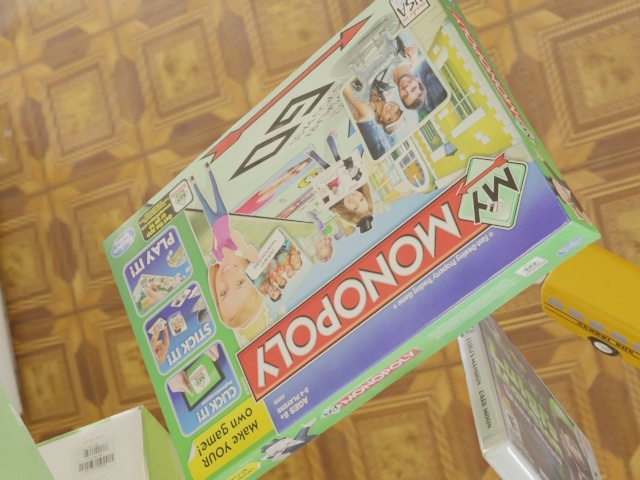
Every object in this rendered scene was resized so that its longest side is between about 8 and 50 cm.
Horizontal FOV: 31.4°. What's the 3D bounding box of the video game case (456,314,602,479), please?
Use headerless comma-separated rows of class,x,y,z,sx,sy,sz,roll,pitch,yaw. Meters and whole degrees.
video game case,0.156,0.144,0.791,0.022,0.173,0.190,-32,117,16

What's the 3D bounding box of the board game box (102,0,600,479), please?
board game box,0.000,0.000,0.758,0.317,0.046,0.214,-39,58,23

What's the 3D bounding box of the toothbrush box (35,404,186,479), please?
toothbrush box,-0.228,0.332,1.286,0.206,0.283,0.122,-21,48,7

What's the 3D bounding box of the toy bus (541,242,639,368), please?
toy bus,0.481,0.126,1.596,0.332,0.130,0.108,30,75,23

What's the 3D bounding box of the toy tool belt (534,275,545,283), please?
toy tool belt,0.321,0.038,1.826,0.083,0.051,0.052,14,79,42

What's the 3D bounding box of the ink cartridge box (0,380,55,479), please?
ink cartridge box,-0.243,0.208,0.718,0.235,0.056,0.171,-33,86,32
